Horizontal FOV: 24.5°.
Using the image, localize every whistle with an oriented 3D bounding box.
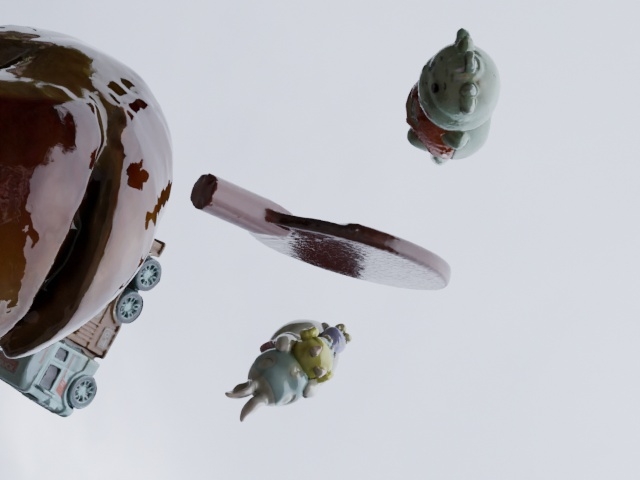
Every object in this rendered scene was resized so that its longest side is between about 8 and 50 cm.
[{"bbox_3d":[0.149,-0.152,1.673,0.101,0.106,0.253,-60,172,-18],"label":"whistle"}]

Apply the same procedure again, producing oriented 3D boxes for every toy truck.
[{"bbox_3d":[-0.377,0.098,2.205,0.136,0.162,0.305,22,-100,38],"label":"toy truck"}]

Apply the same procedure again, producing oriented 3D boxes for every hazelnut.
[{"bbox_3d":[-0.331,-0.055,1.594,0.409,0.359,0.359,-80,-175,-57],"label":"hazelnut"}]

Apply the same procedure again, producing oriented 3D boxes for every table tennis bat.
[{"bbox_3d":[0.000,0.000,2.009,0.268,0.415,0.051,0,-108,52],"label":"table tennis bat"}]

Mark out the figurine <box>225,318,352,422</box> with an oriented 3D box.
[{"bbox_3d":[-0.051,0.217,2.451,0.155,0.235,0.127,-12,-77,25],"label":"figurine"}]
